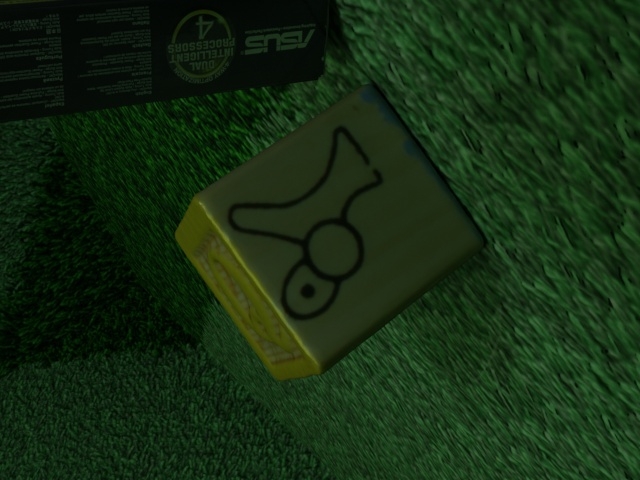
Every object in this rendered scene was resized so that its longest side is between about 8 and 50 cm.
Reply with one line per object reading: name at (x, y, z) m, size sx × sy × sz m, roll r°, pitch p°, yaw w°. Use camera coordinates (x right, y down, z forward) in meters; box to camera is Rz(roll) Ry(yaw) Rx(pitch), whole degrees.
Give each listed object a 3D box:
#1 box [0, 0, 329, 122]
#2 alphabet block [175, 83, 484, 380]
box at (-0.239, -0.205, 0.798) m, size 0.318 × 0.395 × 0.097 m, roll 32°, pitch 128°, yaw 46°
alphabet block at (0.000, 0.000, 0.866) m, size 0.192 × 0.197 × 0.193 m, roll 55°, pitch 162°, yaw 2°
